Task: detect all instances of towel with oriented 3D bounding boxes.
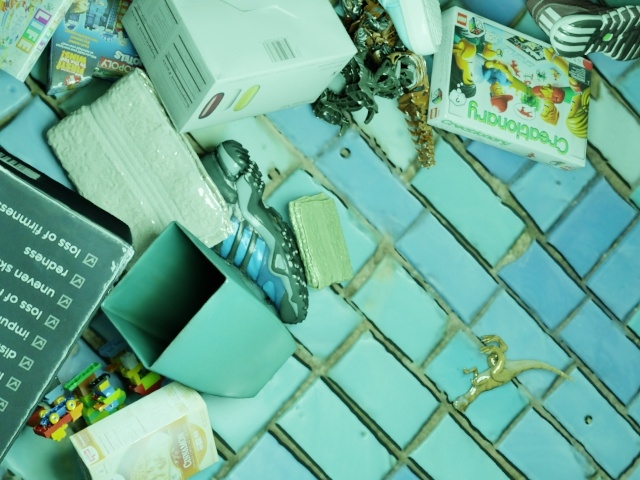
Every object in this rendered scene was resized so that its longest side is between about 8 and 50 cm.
[{"bbox_3d":[0.000,0.000,1.929,0.110,0.027,0.148,-15,88,-53],"label":"towel"},{"bbox_3d":[-0.266,-0.087,1.815,0.187,0.049,0.282,-31,93,17],"label":"towel"}]

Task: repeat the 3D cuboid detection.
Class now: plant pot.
[{"bbox_3d":[-0.154,0.120,1.774,0.165,0.165,0.234,-49,136,3],"label":"plant pot"}]

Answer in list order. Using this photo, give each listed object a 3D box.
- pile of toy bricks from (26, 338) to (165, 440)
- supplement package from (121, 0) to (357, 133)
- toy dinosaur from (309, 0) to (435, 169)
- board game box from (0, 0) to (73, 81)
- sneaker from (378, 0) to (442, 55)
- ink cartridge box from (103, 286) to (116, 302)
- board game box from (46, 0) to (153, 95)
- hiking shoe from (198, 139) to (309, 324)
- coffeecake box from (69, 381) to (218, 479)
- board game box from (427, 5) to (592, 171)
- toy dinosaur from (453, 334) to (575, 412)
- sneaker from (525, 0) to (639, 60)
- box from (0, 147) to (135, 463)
[{"bbox_3d":[-0.326,0.237,1.783,0.212,0.118,0.105,-38,119,-35],"label":"pile of toy bricks"},{"bbox_3d":[-0.120,-0.300,1.819,0.262,0.145,0.204,-18,74,-36],"label":"supplement package"},{"bbox_3d":[0.101,-0.272,1.965,0.218,0.164,0.322,-29,71,-35],"label":"toy dinosaur"},{"bbox_3d":[-0.440,-0.324,1.806,0.103,0.026,0.154,31,89,11],"label":"board game box"},{"bbox_3d":[0.080,-0.428,1.921,0.150,0.135,0.366,-24,66,18],"label":"sneaker"},{"bbox_3d":[-0.363,0.031,1.793,0.092,0.090,0.143,-14,88,-20],"label":"ink cartridge box"},{"bbox_3d":[-0.336,-0.298,1.860,0.194,0.060,0.194,17,79,-16],"label":"board game box"},{"bbox_3d":[-0.118,0.000,1.890,0.132,0.113,0.304,-24,98,10],"label":"hiking shoe"},{"bbox_3d":[-0.250,0.299,1.768,0.185,0.142,0.068,-27,49,-19],"label":"coffeecake box"},{"bbox_3d":[0.317,-0.246,2.036,0.305,0.053,0.193,14,75,-30],"label":"board game box"},{"bbox_3d":[0.300,0.211,2.019,0.211,0.064,0.112,-21,108,-11],"label":"toy dinosaur"},{"bbox_3d":[0.463,-0.395,2.124,0.281,0.106,0.162,-5,45,-42],"label":"sneaker"},{"bbox_3d":[-0.559,0.071,1.554,0.480,0.297,0.471,32,90,-11],"label":"box"}]
